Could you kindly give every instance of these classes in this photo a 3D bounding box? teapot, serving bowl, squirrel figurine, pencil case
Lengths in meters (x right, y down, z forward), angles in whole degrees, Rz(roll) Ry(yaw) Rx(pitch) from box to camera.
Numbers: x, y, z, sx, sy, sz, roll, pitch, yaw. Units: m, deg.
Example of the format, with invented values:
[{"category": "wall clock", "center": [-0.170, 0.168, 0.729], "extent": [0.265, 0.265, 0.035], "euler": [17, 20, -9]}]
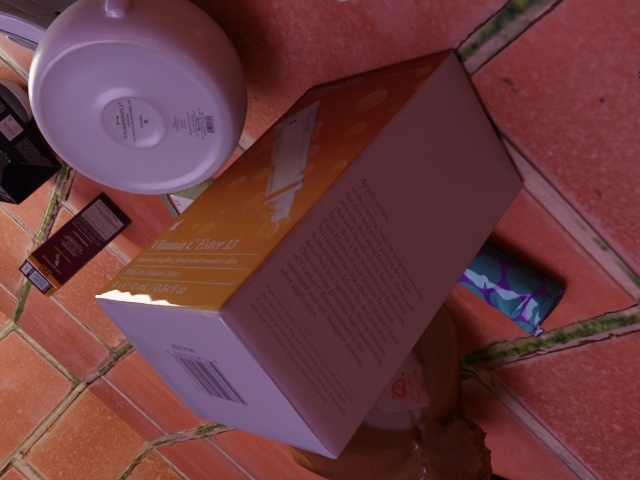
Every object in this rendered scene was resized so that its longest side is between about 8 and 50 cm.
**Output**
[{"category": "teapot", "center": [-0.197, -0.194, 0.851], "extent": [0.256, 0.187, 0.252], "euler": [-33, 127, 32]}, {"category": "serving bowl", "center": [-0.526, -0.246, 1.291], "extent": [0.083, 0.027, 0.083], "euler": [28, 147, 20]}, {"category": "squirrel figurine", "center": [0.047, 0.240, 1.064], "extent": [0.397, 0.281, 0.370], "euler": [47, 156, -7]}, {"category": "pencil case", "center": [0.191, 0.044, 0.833], "extent": [0.151, 0.064, 0.070], "euler": [33, 124, 13]}]

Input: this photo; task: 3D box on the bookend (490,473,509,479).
[{"category": "bookend", "center": [0.321, 0.474, 1.249], "extent": [0.157, 0.072, 0.156], "euler": [10, 139, 42]}]

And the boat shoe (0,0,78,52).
[{"category": "boat shoe", "center": [-0.379, -0.290, 0.993], "extent": [0.302, 0.109, 0.094], "euler": [31, 151, 10]}]

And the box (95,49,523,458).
[{"category": "box", "center": [0.000, 0.000, 0.708], "extent": [0.215, 0.345, 0.168], "euler": [-2, 129, 49]}]

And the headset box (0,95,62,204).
[{"category": "headset box", "center": [-0.623, -0.183, 1.367], "extent": [0.293, 0.110, 0.218], "euler": [9, 141, 55]}]

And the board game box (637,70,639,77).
[{"category": "board game box", "center": [0.313, -0.137, 0.475], "extent": [0.141, 0.048, 0.170], "euler": [33, 149, 9]}]

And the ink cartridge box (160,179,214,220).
[{"category": "ink cartridge box", "center": [-0.186, -0.026, 1.177], "extent": [0.235, 0.056, 0.171], "euler": [14, 142, 34]}]

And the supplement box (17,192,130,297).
[{"category": "supplement box", "center": [-0.459, 0.008, 1.390], "extent": [0.081, 0.188, 0.104], "euler": [48, 149, -12]}]
